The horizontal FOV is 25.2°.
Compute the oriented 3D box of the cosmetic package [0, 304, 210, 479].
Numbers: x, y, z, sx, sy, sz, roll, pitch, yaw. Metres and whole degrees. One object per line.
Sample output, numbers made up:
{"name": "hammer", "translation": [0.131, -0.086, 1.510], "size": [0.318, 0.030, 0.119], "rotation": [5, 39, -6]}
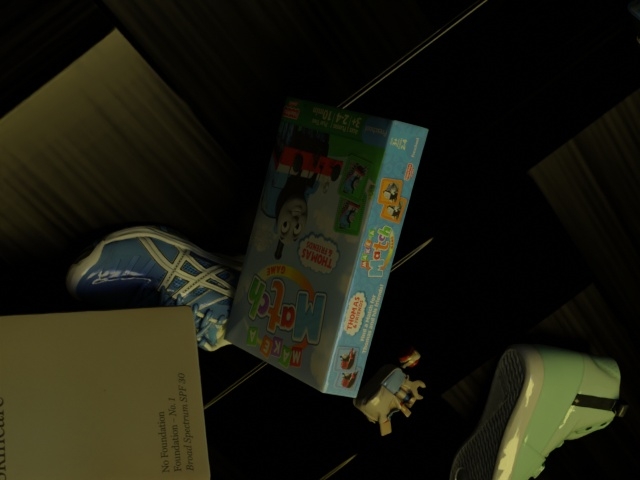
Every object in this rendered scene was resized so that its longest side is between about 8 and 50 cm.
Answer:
{"name": "cosmetic package", "translation": [-0.250, 0.149, 1.120], "size": [0.309, 0.160, 0.113], "rotation": [-3, 152, -13]}

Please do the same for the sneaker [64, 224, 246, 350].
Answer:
{"name": "sneaker", "translation": [-0.114, 0.045, 1.218], "size": [0.211, 0.081, 0.080], "rotation": [8, 124, -32]}

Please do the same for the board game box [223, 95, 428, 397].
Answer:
{"name": "board game box", "translation": [0.000, 0.000, 1.134], "size": [0.039, 0.160, 0.211], "rotation": [11, 95, -34]}

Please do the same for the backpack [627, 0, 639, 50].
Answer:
{"name": "backpack", "translation": [0.337, -0.203, 1.238], "size": [0.114, 0.105, 0.084], "rotation": [-32, 135, -5]}

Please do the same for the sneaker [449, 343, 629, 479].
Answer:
{"name": "sneaker", "translation": [0.238, 0.227, 1.546], "size": [0.151, 0.094, 0.256], "rotation": [5, 122, -24]}

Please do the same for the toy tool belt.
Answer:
{"name": "toy tool belt", "translation": [0.076, 0.150, 1.427], "size": [0.083, 0.052, 0.051], "rotation": [-45, 111, -12]}
